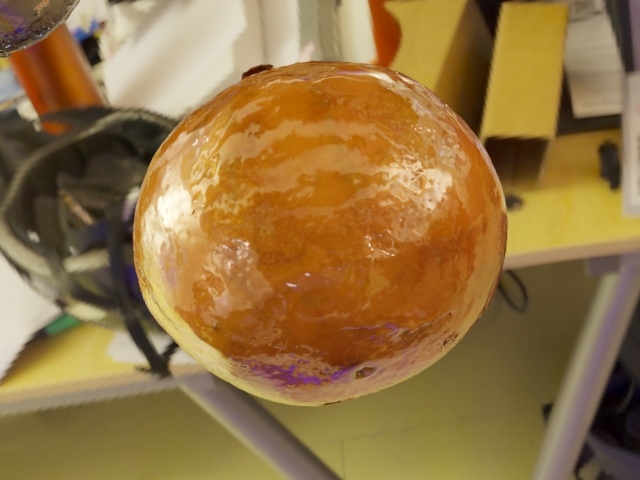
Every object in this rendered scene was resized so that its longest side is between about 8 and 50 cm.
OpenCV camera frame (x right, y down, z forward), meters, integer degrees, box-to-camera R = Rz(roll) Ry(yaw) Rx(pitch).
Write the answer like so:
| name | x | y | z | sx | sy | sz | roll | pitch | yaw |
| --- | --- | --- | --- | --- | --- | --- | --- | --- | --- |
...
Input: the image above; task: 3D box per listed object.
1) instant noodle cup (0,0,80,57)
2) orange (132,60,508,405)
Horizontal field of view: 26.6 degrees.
| name | x | y | z | sx | sy | sz | roll | pitch | yaw |
| --- | --- | --- | --- | --- | --- | --- | --- | --- | --- |
| instant noodle cup | -0.392 | -0.337 | 1.499 | 0.217 | 0.207 | 0.217 | -3 | 79 | 13 |
| orange | 0.000 | 0.000 | 1.017 | 0.284 | 0.284 | 0.226 | -17 | 58 | 1 |
